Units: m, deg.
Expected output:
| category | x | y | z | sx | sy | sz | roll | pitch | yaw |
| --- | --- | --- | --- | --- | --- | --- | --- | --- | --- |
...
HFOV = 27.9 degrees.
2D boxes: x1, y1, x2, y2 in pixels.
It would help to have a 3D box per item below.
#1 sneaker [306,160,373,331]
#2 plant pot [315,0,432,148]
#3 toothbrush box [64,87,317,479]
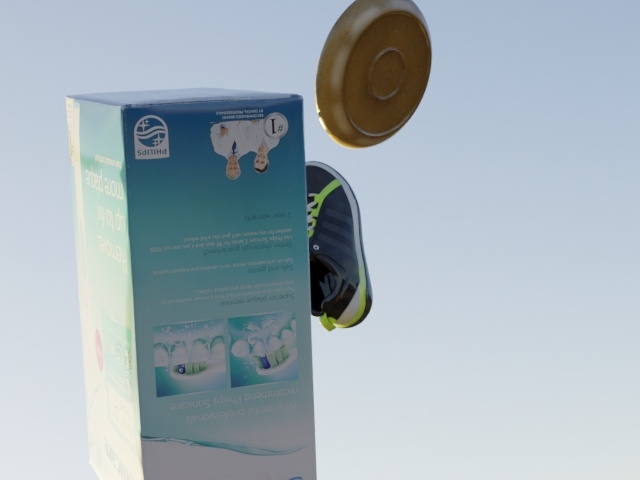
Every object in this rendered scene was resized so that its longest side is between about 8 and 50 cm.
| category | x | y | z | sx | sy | sz | roll | pitch | yaw |
| --- | --- | --- | --- | --- | --- | --- | --- | --- | --- |
| sneaker | 0.000 | 0.000 | 1.595 | 0.084 | 0.235 | 0.097 | -33 | -27 | 33 |
| plant pot | 0.087 | -0.241 | 1.848 | 0.032 | 0.236 | 0.236 | 24 | 7 | 40 |
| toothbrush box | -0.096 | 0.043 | 0.918 | 0.126 | 0.295 | 0.216 | -6 | 11 | -20 |
